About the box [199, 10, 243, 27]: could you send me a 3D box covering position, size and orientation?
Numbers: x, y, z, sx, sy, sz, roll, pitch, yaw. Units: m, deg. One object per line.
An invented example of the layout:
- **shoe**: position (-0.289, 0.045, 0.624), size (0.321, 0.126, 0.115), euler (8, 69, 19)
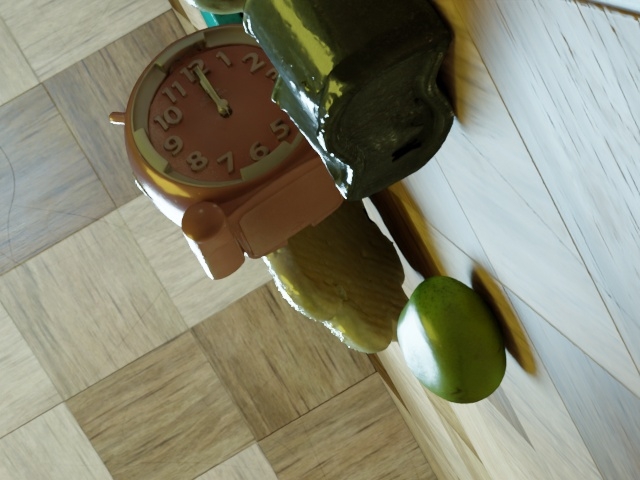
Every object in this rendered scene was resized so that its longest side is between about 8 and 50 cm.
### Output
- **box**: position (-0.131, -0.297, 2.248), size (0.226, 0.042, 0.161), euler (62, 177, -33)

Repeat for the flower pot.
- **flower pot**: position (0.022, -0.115, 1.098), size (0.108, 0.103, 0.229), euler (58, 176, 17)

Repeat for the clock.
- **clock**: position (-0.089, -0.110, 1.673), size (0.241, 0.227, 0.142), euler (53, 172, 25)

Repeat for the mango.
- **mango**: position (0.124, 0.097, 1.521), size (0.117, 0.089, 0.163), euler (59, 176, 12)

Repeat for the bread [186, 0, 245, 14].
- **bread**: position (-0.118, -0.295, 1.733), size (0.083, 0.094, 0.157), euler (53, -178, 26)

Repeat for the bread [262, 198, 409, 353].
- **bread**: position (0.000, 0.000, 1.844), size (0.316, 0.054, 0.316), euler (42, -154, -26)
